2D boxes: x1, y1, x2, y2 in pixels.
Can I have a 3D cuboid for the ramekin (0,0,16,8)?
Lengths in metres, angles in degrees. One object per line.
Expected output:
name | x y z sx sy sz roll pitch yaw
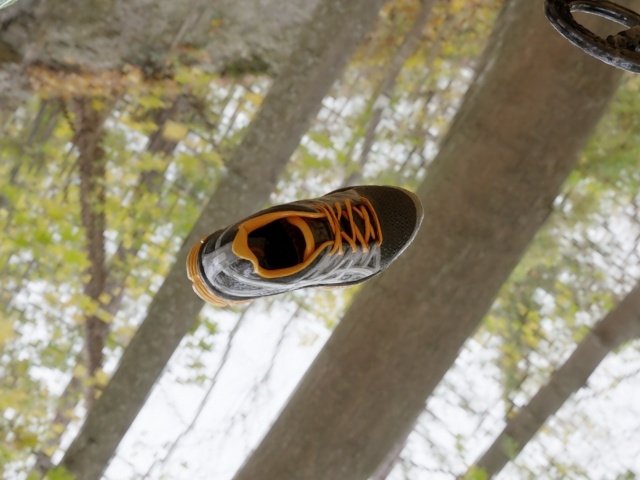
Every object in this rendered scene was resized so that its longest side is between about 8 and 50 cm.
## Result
ramekin | -0.257 -0.296 0.814 0.303 0.148 0.303 34 -142 -31

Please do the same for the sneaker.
sneaker | 0.000 0.000 1.019 0.215 0.083 0.084 -20 -98 -27

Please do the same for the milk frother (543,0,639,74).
milk frother | 0.143 -0.172 0.601 0.143 0.135 0.129 39 -123 19
